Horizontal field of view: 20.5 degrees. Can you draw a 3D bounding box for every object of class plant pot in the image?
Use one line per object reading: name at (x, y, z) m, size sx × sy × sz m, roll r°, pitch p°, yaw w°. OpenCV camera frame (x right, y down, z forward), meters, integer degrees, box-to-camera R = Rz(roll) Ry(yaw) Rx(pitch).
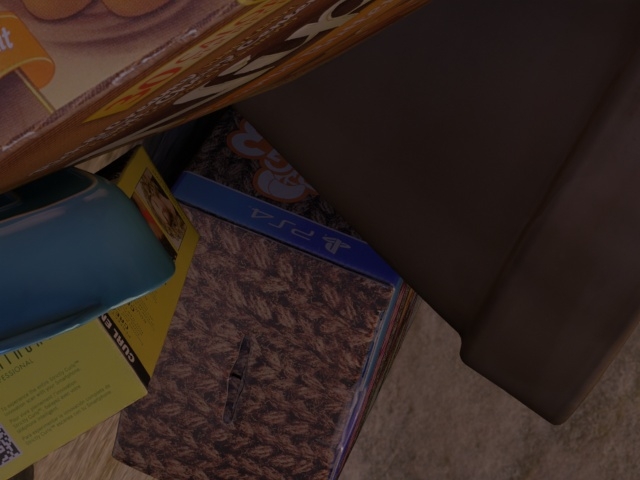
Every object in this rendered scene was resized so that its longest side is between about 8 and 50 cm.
plant pot at (0.088, -0.116, 0.902) m, size 0.323 × 0.280 × 0.323 m, roll -56°, pitch 173°, yaw -10°

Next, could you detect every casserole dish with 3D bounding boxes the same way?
casserole dish at (-0.119, 0.003, 0.593) m, size 0.114 × 0.037 × 0.188 m, roll -20°, pitch -166°, yaw -17°

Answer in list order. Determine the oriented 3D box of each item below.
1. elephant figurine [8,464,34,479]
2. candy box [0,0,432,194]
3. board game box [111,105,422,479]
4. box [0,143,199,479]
elephant figurine at (-0.162, 0.143, 0.697) m, size 0.239 × 0.169 × 0.186 m, roll -57°, pitch 169°, yaw 28°
candy box at (-0.020, -0.103, 0.563) m, size 0.183 × 0.088 × 0.316 m, roll -29°, pitch -178°, yaw 26°
board game box at (0.000, 0.000, 1.153) m, size 0.291 × 0.141 × 0.232 m, roll -60°, pitch 170°, yaw -48°
box at (-0.107, 0.025, 0.734) m, size 0.087 × 0.058 × 0.232 m, roll -32°, pitch -168°, yaw 7°
